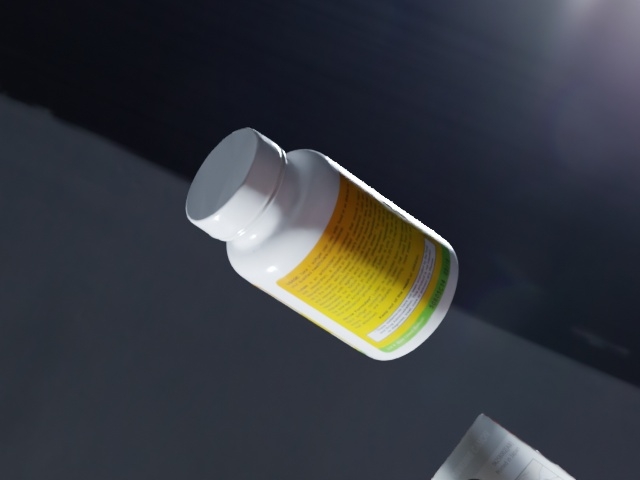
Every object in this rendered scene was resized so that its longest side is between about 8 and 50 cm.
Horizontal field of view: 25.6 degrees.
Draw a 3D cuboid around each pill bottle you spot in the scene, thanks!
[{"bbox_3d":[0.000,0.000,1.316,0.136,0.245,0.136,-37,-146,31],"label":"pill bottle"}]

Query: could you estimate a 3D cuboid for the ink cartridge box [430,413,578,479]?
[{"bbox_3d":[0.177,0.213,0.913,0.066,0.232,0.189,-41,165,-41],"label":"ink cartridge box"}]
